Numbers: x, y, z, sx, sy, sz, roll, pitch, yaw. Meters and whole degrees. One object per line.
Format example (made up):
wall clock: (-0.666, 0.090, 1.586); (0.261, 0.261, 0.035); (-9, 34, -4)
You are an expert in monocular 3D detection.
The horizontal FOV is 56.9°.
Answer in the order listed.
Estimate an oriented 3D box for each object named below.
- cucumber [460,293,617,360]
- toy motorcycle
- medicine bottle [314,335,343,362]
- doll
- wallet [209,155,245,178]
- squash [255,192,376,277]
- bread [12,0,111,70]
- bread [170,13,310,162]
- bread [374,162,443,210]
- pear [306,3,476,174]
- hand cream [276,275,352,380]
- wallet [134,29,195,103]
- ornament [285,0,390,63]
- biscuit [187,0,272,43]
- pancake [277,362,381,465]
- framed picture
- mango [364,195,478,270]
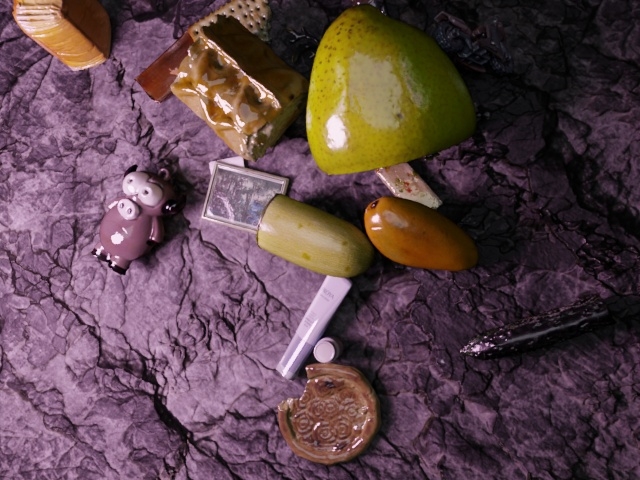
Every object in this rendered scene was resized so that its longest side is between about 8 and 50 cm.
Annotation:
cucumber: (0.425, 0.184, 1.172); (0.300, 0.072, 0.072); (-21, 82, 11)
toy motorcycle: (0.312, -0.409, 1.201); (0.084, 0.213, 0.118); (-27, 59, 52)
medicine bottle: (0.017, 0.230, 1.244); (0.052, 0.089, 0.052); (-1, 86, 12)
doll: (-0.421, -0.056, 1.348); (0.182, 0.117, 0.257); (33, 96, 18)
wallet: (-0.215, -0.169, 1.364); (0.084, 0.011, 0.044); (-10, 84, 11)
squash: (0.000, 0.000, 1.244); (0.247, 0.132, 0.132); (21, 90, 14)
bread: (-0.577, -0.499, 1.333); (0.120, 0.288, 0.152); (1, 87, 3)
bread: (-0.168, -0.323, 1.267); (0.252, 0.196, 0.238); (36, 96, 3)
bread: (0.190, -0.112, 1.265); (0.068, 0.028, 0.153); (-40, 81, 5)
pear: (0.119, -0.308, 1.172); (0.343, 0.238, 0.317); (-13, 102, 11)
hand cream: (-0.013, 0.183, 1.274); (0.079, 0.048, 0.255); (32, 94, 44)
wallet: (-0.350, -0.410, 1.404); (0.176, 0.026, 0.095); (-42, 79, 1)
ornament: (0.032, -0.481, 1.300); (0.236, 0.080, 0.202); (-16, 86, 11)
biscuit: (-0.197, -0.489, 1.374); (0.203, 0.016, 0.143); (-27, 82, 3)
pancake: (0.019, 0.371, 1.258); (0.212, 0.029, 0.235); (30, 98, 7)
framed picture: (-0.174, -0.094, 1.343); (0.183, 0.011, 0.141); (15, 93, 11)
mango: (0.204, -0.004, 1.207); (0.254, 0.113, 0.138); (24, 131, -5)
